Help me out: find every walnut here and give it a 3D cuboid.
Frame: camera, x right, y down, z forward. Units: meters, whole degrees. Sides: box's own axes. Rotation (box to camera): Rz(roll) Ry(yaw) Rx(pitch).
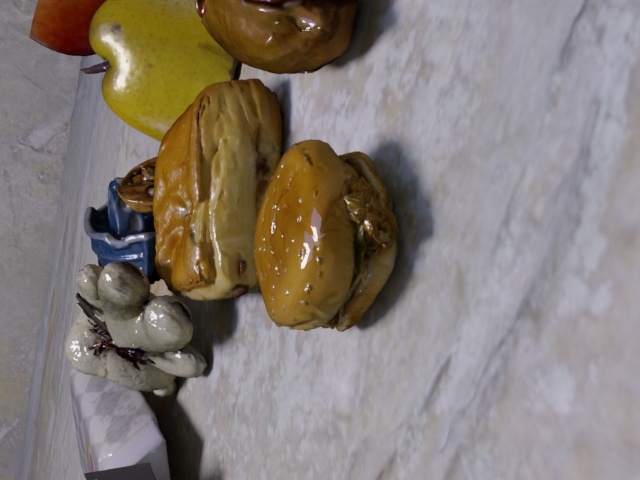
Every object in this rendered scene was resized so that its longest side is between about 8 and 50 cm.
[{"bbox_3d":[-0.213,-0.070,0.998,0.052,0.121,0.091,78,172,-48],"label":"walnut"},{"bbox_3d":[-0.040,-0.221,0.660,0.245,0.137,0.137,41,120,49],"label":"walnut"}]

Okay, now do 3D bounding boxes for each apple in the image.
[{"bbox_3d":[-0.406,-0.527,1.311,0.365,0.295,0.329,-34,80,54],"label":"apple"}]

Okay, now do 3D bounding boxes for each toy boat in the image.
[{"bbox_3d":[-0.290,-0.030,1.102,0.309,0.128,0.143,-150,56,-63],"label":"toy boat"}]

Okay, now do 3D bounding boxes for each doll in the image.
[{"bbox_3d":[-0.239,0.110,0.903,0.175,0.149,0.278,68,156,14],"label":"doll"}]

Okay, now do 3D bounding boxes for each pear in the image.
[{"bbox_3d":[-0.221,-0.256,0.981,0.267,0.177,0.267,-22,64,55],"label":"pear"}]

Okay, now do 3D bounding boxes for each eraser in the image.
[{"bbox_3d":[-0.287,0.306,1.033,0.396,0.082,0.213,-157,61,-63],"label":"eraser"}]

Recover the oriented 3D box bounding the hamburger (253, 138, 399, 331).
[{"bbox_3d":[0.000,0.000,0.567,0.147,0.083,0.138,-64,36,39],"label":"hamburger"}]

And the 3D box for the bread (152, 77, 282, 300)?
[{"bbox_3d":[-0.124,-0.051,0.808,0.210,0.099,0.235,-13,72,63],"label":"bread"}]

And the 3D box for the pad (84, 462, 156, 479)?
[{"bbox_3d":[-0.194,0.341,0.809,0.127,0.004,0.190,-22,90,37],"label":"pad"}]
